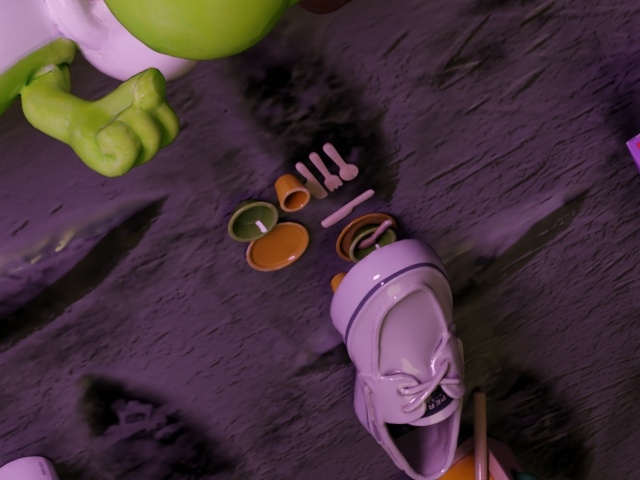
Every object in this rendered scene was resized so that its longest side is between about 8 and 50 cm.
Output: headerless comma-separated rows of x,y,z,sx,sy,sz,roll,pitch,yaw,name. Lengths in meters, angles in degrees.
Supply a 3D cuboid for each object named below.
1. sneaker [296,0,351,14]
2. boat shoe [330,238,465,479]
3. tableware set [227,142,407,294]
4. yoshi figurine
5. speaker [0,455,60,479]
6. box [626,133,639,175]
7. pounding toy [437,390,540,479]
0.045,-0.199,1.066,0.066,0.071,0.188,12,126,-39,sneaker
0.068,0.100,1.369,0.096,0.088,0.267,-24,148,-16,boat shoe
0.000,0.000,1.292,0.104,0.024,0.154,-33,141,5,tableware set
-0.159,-0.121,0.938,0.362,0.203,0.203,-23,134,-12,yoshi figurine
-0.201,0.227,1.326,0.055,0.136,0.055,-17,140,-15,speaker
0.350,-0.053,1.356,0.201,0.057,0.293,-30,156,7,box
0.136,0.227,1.551,0.141,0.130,0.100,-40,152,13,pounding toy
